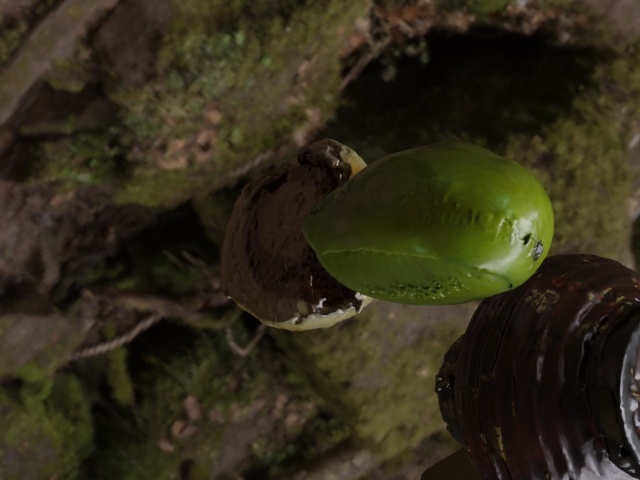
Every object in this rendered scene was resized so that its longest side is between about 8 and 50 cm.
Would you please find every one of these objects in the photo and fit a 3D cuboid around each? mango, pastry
[{"bbox_3d":[0.051,-0.010,0.644,0.165,0.091,0.074,1,-123,54],"label":"mango"},{"bbox_3d":[-0.004,0.009,1.691,0.236,0.256,0.170,-22,152,38],"label":"pastry"}]

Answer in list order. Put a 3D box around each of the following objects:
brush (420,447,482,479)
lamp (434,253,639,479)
[{"bbox_3d":[0.207,0.318,1.375,0.123,0.197,0.059,-32,166,19],"label":"brush"},{"bbox_3d":[0.213,0.129,1.061,0.247,0.247,0.247,-48,169,-12],"label":"lamp"}]
